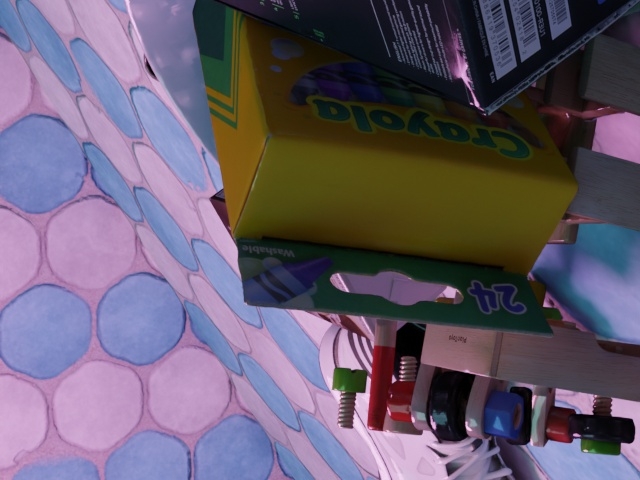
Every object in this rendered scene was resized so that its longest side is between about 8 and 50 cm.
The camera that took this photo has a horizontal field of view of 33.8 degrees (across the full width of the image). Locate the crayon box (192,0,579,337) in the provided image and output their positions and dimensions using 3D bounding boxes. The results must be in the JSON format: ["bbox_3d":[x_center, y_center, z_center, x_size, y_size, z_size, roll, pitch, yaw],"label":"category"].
[{"bbox_3d":[0.035,-0.087,0.703,0.323,0.203,0.083,-105,29,-47],"label":"crayon box"}]

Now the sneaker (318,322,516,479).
[{"bbox_3d":[0.166,0.277,1.324,0.448,0.169,0.257,55,163,2],"label":"sneaker"}]

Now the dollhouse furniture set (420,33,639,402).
[{"bbox_3d":[0.187,-0.011,0.787,0.161,0.242,0.212,12,175,-23],"label":"dollhouse furniture set"}]

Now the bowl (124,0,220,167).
[{"bbox_3d":[-0.037,-0.186,1.001,0.311,0.163,0.311,45,159,22],"label":"bowl"}]

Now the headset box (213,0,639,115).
[{"bbox_3d":[0.009,-0.233,0.542,0.283,0.131,0.246,32,152,47],"label":"headset box"}]

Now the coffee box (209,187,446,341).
[{"bbox_3d":[0.000,0.000,1.307,0.297,0.119,0.168,17,140,60],"label":"coffee box"}]

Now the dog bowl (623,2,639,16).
[{"bbox_3d":[0.106,-0.272,0.606,0.349,0.102,0.349,45,160,21],"label":"dog bowl"}]

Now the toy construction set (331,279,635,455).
[{"bbox_3d":[0.145,0.073,1.011,0.308,0.257,0.237,-7,74,51],"label":"toy construction set"}]

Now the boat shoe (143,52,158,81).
[{"bbox_3d":[-0.124,-0.224,1.250,0.305,0.091,0.109,16,139,61],"label":"boat shoe"}]
